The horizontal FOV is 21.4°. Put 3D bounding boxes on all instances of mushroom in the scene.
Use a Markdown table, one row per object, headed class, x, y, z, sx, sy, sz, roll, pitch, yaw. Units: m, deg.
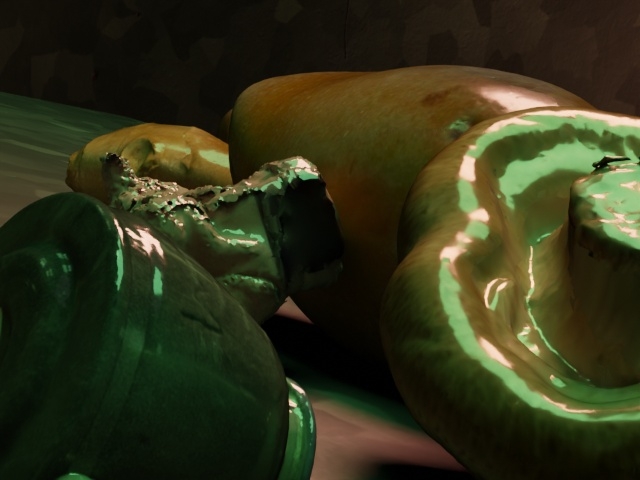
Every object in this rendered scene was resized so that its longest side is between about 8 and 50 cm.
| class | x | y | z | sx | sy | sz | roll | pitch | yaw |
| --- | --- | --- | --- | --- | --- | --- | --- | --- | --- |
| mushroom | 0.149 | 0.032 | 0.783 | 0.278 | 0.146 | 0.278 | 0 | 39 | 0 |

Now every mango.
| class | x | y | z | sx | sy | sz | roll | pitch | yaw |
| --- | --- | --- | --- | --- | --- | --- | --- | --- | --- |
| mango | 0.066 | -0.019 | 1.069 | 0.221 | 0.198 | 0.384 | 1 | 16 | -39 |

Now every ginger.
| class | x | y | z | sx | sy | sz | roll | pitch | yaw |
| --- | --- | --- | --- | --- | --- | --- | --- | --- | --- |
| ginger | -0.007 | -0.019 | 1.384 | 0.363 | 0.122 | 0.348 | 23 | -7 | -20 |

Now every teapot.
| class | x | y | z | sx | sy | sz | roll | pitch | yaw |
| --- | --- | --- | --- | --- | --- | --- | --- | --- | --- |
| teapot | -0.046 | 0.056 | 0.478 | 0.108 | 0.111 | 0.149 | 28 | -9 | -33 |

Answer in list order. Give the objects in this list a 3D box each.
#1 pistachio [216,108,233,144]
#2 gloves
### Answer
| class | x | y | z | sx | sy | sz | roll | pitch | yaw |
| --- | --- | --- | --- | --- | --- | --- | --- | --- | --- |
| pistachio | -0.041 | -0.061 | 1.601 | 0.108 | 0.126 | 0.185 | 13 | -27 | 21 |
| gloves | -0.059 | 0.007 | 0.937 | 0.144 | 0.110 | 0.094 | 0 | 2 | -14 |
